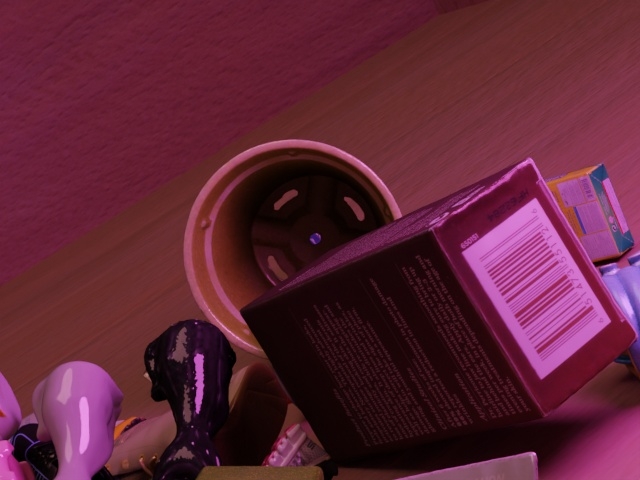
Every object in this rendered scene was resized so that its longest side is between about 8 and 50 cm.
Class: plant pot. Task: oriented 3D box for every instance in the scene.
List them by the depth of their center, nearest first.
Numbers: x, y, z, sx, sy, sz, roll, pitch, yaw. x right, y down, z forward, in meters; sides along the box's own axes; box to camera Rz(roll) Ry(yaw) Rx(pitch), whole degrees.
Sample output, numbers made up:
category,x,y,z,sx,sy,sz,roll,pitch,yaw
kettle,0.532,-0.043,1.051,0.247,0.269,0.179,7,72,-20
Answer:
category,x,y,z,sx,sy,sz,roll,pitch,yaw
plant pot,-0.019,0.007,2.047,0.276,0.276,0.254,-26,1,6

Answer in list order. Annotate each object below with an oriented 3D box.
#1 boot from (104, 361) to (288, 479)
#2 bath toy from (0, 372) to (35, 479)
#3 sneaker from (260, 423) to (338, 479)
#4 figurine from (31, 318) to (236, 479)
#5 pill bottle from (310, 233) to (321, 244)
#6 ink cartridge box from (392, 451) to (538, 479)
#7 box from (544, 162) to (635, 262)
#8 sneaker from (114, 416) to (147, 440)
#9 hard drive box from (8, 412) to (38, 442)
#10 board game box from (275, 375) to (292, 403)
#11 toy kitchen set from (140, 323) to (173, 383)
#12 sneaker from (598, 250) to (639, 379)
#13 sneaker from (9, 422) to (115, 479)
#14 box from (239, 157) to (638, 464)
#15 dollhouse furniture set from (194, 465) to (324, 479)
category,x,y,z,sx,sy,sz,roll,pitch,yaw
boot,-0.159,0.250,1.680,0.203,0.095,0.262,-27,21,32
bath toy,-0.354,0.264,1.568,0.129,0.151,0.348,-25,46,2
sneaker,-0.037,0.256,1.474,0.170,0.075,0.063,-59,1,-28
figurine,-0.188,0.197,1.553,0.215,0.092,0.209,-20,36,12
pill bottle,0.000,0.000,2.387,0.067,0.067,0.120,-13,20,49
ink cartridge box,0.036,0.269,0.937,0.275,0.060,0.239,-19,58,39
box,0.264,-0.017,1.824,0.179,0.105,0.043,-16,9,42
sneaker,-0.283,0.275,1.829,0.092,0.088,0.225,-3,14,25
hard drive box,-0.422,0.319,1.950,0.232,0.089,0.181,-29,13,-4
board game box,0.026,0.106,1.825,0.146,0.045,0.193,-12,26,7
toy kitchen set,-0.187,0.173,2.194,0.068,0.075,0.083,34,95,35
sneaker,0.348,0.019,1.470,0.208,0.127,0.319,-20,14,26
sneaker,-0.265,0.249,1.671,0.081,0.090,0.232,-25,43,-27
box,0.096,0.079,1.472,0.143,0.191,0.381,-34,5,-32
dollhouse furniture set,-0.153,0.282,1.165,0.301,0.151,0.197,-2,25,15
